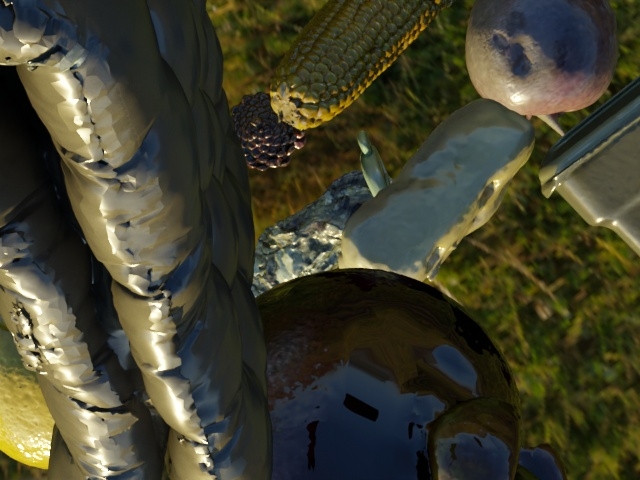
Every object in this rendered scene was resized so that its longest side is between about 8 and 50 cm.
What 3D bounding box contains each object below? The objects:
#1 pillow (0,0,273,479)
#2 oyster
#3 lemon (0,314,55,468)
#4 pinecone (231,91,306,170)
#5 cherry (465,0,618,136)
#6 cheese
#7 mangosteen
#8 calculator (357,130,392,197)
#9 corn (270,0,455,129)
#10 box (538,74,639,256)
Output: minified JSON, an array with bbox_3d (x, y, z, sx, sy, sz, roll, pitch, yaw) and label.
[{"bbox_3d":[-0.083,-0.037,0.557,0.101,0.228,0.326,-6,140,0],"label":"pillow"},{"bbox_3d":[-0.001,-0.002,2.051,0.252,0.087,0.199,-18,139,-6],"label":"oyster"},{"bbox_3d":[-0.274,0.134,1.583,0.240,0.240,0.219,-3,121,-10],"label":"lemon"},{"bbox_3d":[-0.061,-0.138,1.785,0.102,0.109,0.102,9,118,17],"label":"pinecone"},{"bbox_3d":[0.267,-0.243,1.783,0.183,0.213,0.266,-7,93,11],"label":"cherry"},{"bbox_3d":[0.121,-0.038,1.511,0.093,0.159,0.263,40,71,10],"label":"cheese"},{"bbox_3d":[0.033,0.158,1.115,0.297,0.297,0.293,25,150,-21],"label":"mangosteen"},{"bbox_3d":[0.072,-0.053,1.624,0.021,0.095,0.153,-25,112,8],"label":"calculator"},{"bbox_3d":[0.054,-0.233,1.524,0.313,0.102,0.102,-44,119,-22],"label":"corn"},{"bbox_3d":[0.372,-0.088,1.469,0.274,0.138,0.178,-40,93,23],"label":"box"}]
